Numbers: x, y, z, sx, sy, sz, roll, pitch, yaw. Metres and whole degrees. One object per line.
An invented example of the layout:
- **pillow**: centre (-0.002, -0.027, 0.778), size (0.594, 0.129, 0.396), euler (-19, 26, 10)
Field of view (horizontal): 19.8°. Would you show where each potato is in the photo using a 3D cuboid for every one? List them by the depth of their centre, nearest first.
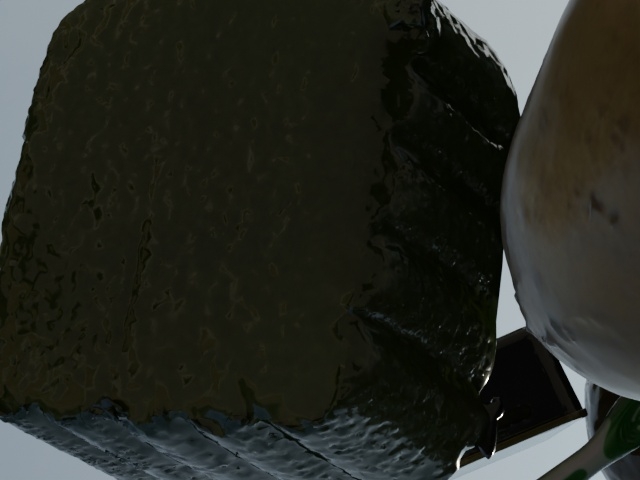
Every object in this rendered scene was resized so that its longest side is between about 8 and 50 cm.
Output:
- **potato**: centre (0.098, -0.016, 0.401), size (0.112, 0.147, 0.112), euler (5, -112, -13)

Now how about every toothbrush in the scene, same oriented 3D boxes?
- **toothbrush**: centre (0.230, 0.135, 1.377), size (0.418, 0.042, 0.040), euler (-37, -155, 0)

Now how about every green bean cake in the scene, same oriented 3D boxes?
- **green bean cake**: centre (-0.033, -0.002, 0.939), size (0.247, 0.156, 0.249), euler (-2, -112, 31)

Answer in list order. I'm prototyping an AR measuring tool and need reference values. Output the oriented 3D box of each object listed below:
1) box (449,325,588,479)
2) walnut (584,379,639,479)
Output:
- **box**: centre (0.134, 0.148, 1.589), size (0.144, 0.090, 0.201), euler (-22, 170, -8)
- **walnut**: centre (0.389, 0.138, 1.657), size (0.333, 0.332, 0.333), euler (2, -151, -1)
